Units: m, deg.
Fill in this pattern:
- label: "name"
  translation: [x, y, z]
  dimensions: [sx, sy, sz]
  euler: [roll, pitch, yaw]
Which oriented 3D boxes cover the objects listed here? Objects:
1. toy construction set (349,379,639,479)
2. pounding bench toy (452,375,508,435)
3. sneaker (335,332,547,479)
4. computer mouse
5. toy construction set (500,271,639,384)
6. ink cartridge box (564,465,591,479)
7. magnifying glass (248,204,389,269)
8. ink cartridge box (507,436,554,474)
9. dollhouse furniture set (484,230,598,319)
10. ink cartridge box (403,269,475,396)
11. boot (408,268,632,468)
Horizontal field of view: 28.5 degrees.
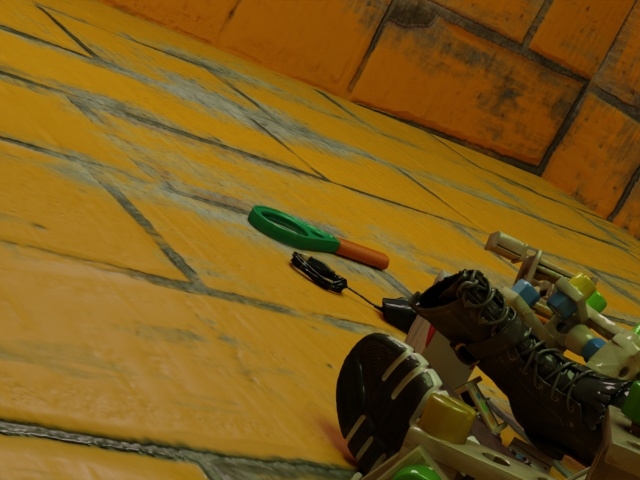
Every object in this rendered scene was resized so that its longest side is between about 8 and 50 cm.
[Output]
- label: "toy construction set"
  translation: [0.105, 0.174, 0.810]
  dimensions: [0.257, 0.237, 0.309]
  euler: [36, 16, 34]
- label: "pounding bench toy"
  translation: [0.134, 0.186, 1.258]
  dimensions: [0.065, 0.083, 0.052]
  euler: [62, 23, 7]
- label: "sneaker"
  translation: [0.132, 0.202, 1.108]
  dimensions: [0.162, 0.106, 0.281]
  euler: [22, 23, -45]
- label: "computer mouse"
  translation: [0.073, 0.068, 1.610]
  dimensions: [0.242, 0.041, 0.071]
  euler: [27, 13, 3]
- label: "toy construction set"
  translation: [0.344, 0.166, 1.470]
  dimensions: [0.215, 0.151, 0.328]
  euler: [41, 5, 40]
- label: "ink cartridge box"
  translation: [0.315, 0.260, 1.064]
  dimensions: [0.237, 0.100, 0.172]
  euler: [9, 52, -55]
- label: "magnifying glass"
  translation: [0.000, 0.000, 1.777]
  dimensions: [0.231, 0.026, 0.092]
  euler: [17, 16, -31]
- label: "ink cartridge box"
  translation: [0.208, 0.228, 1.280]
  dimensions: [0.048, 0.028, 0.083]
  euler: [31, 12, 11]
- label: "dollhouse furniture set"
  translation: [0.325, 0.077, 2.054]
  dimensions: [0.182, 0.101, 0.161]
  euler: [25, -12, -8]
- label: "ink cartridge box"
  translation: [0.143, 0.109, 1.433]
  dimensions: [0.063, 0.109, 0.150]
  euler: [25, 13, -3]
- label: "boot"
  translation: [0.209, 0.119, 1.240]
  dimensions: [0.229, 0.091, 0.263]
  euler: [48, -24, -13]
